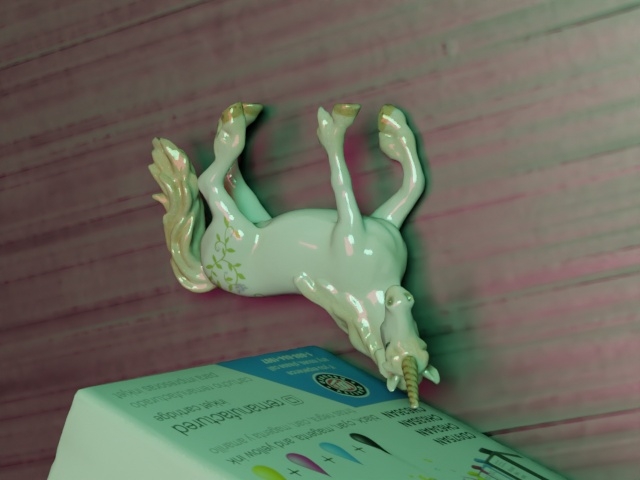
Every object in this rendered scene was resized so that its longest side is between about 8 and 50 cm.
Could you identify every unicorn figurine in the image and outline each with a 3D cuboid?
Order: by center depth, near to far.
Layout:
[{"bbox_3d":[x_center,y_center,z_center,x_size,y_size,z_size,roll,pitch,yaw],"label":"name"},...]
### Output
[{"bbox_3d":[0.000,0.000,0.672,0.162,0.060,0.111,4,95,46],"label":"unicorn figurine"}]

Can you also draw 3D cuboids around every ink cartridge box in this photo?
[{"bbox_3d":[0.025,0.165,0.591,0.233,0.171,0.168,26,104,26],"label":"ink cartridge box"}]
